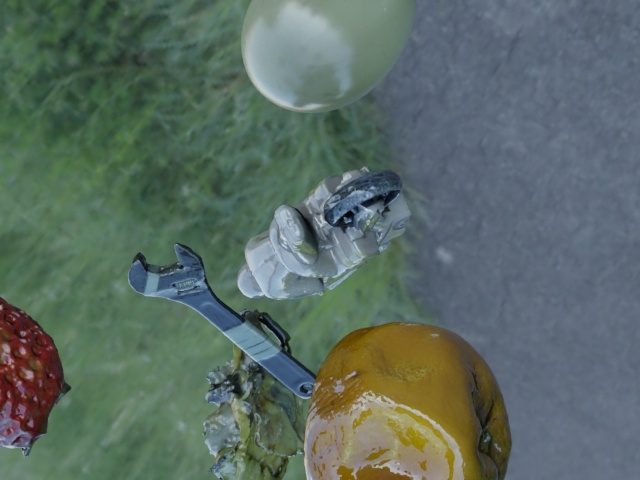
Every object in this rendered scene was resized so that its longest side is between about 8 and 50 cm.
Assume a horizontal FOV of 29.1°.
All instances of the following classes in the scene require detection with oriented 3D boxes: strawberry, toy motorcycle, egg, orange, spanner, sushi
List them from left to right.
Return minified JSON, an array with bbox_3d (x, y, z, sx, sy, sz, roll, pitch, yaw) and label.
[{"bbox_3d":[-0.246,0.086,0.806,0.148,0.131,0.131,44,149,-16],"label":"strawberry"},{"bbox_3d":[-0.096,0.101,1.449,0.087,0.024,0.316,-31,127,24],"label":"spanner"},{"bbox_3d":[-0.091,0.242,1.785,0.131,0.291,0.139,-27,129,21],"label":"sushi"},{"bbox_3d":[0.000,0.000,1.465,0.108,0.222,0.341,63,174,11],"label":"toy motorcycle"},{"bbox_3d":[0.013,-0.263,1.497,0.186,0.241,0.186,47,170,11],"label":"egg"},{"bbox_3d":[0.103,0.204,1.270,0.183,0.249,0.249,0,139,25],"label":"orange"}]
